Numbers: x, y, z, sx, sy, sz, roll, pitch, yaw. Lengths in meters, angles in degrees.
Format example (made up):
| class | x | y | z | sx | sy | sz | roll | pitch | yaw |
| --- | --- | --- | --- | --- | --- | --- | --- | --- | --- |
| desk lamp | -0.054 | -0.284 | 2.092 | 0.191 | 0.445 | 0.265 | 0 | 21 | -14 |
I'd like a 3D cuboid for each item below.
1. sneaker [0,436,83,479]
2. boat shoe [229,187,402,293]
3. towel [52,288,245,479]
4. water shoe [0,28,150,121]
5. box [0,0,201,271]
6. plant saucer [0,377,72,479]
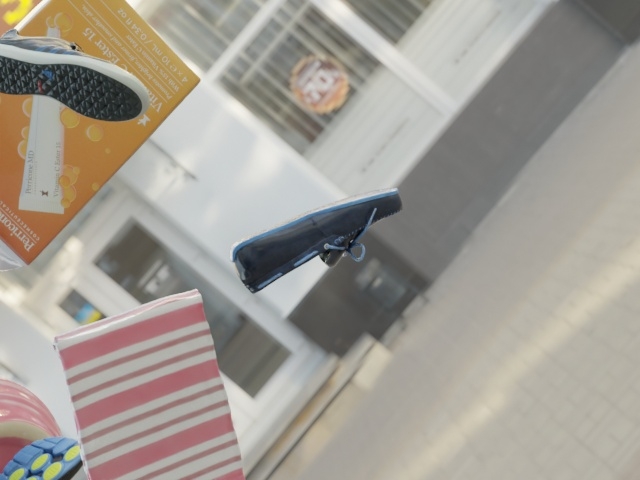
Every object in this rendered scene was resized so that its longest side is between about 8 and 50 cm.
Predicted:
| class | x | y | z | sx | sy | sz | roll | pitch | yaw |
| --- | --- | --- | --- | --- | --- | --- | --- | --- | --- |
| sneaker | -0.328 | 0.297 | 1.513 | 0.188 | 0.067 | 0.078 | -52 | -40 | -2 |
| boat shoe | 0.000 | 0.000 | 1.931 | 0.258 | 0.089 | 0.109 | -21 | 5 | 0 |
| towel | -0.149 | 0.154 | 1.183 | 0.144 | 0.197 | 0.029 | -18 | 10 | -32 |
| water shoe | -0.274 | -0.192 | 1.482 | 0.080 | 0.203 | 0.073 | -64 | -14 | -47 |
| box | -0.362 | -0.157 | 1.758 | 0.345 | 0.215 | 0.168 | -51 | 18 | -21 |
| plant saucer | -0.417 | 0.330 | 1.624 | 0.084 | 0.332 | 0.332 | 9 | 46 | 38 |
